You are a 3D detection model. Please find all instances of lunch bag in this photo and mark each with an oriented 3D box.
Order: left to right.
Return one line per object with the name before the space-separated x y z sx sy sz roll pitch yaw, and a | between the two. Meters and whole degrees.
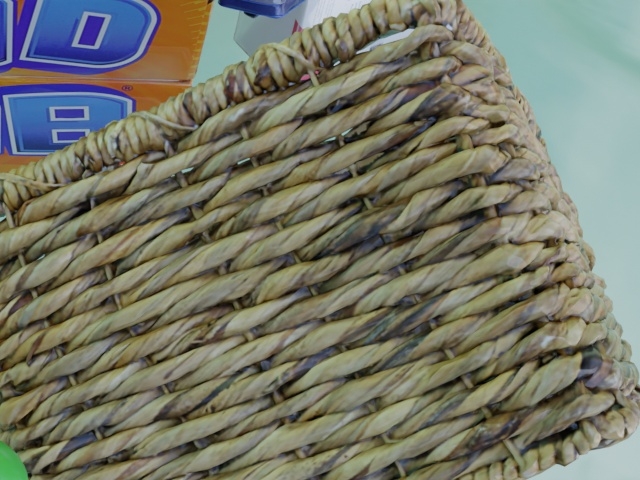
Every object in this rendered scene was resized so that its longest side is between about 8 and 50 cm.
lunch bag | -0.044 -0.223 1.035 0.098 0.067 0.065 -47 147 -50

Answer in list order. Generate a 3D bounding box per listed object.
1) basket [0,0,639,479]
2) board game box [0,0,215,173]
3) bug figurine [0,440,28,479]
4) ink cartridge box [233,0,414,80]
basket | -0.010 0.034 0.639 0.299 0.223 0.213 -25 175 14
board game box | -0.277 -0.271 0.887 0.356 0.356 0.356 0 157 -14
bug figurine | -0.229 0.144 0.538 0.072 0.216 0.279 4 95 -68
ink cartridge box | 0.035 -0.259 1.208 0.218 0.092 0.158 -25 149 -35
